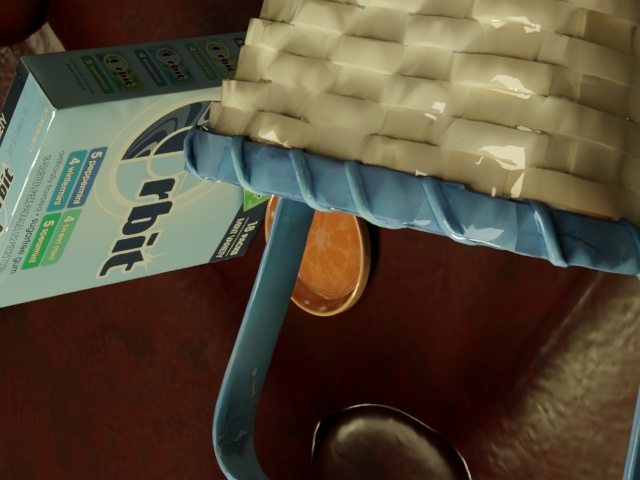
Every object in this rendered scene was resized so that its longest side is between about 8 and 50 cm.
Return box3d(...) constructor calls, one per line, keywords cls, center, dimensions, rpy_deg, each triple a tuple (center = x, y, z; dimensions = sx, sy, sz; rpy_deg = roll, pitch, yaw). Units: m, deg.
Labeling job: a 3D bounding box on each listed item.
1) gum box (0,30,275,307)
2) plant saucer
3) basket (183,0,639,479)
box3d(cls="gum box", center=(-0.095, -0.039, 0.982), dimensions=(0.041, 0.184, 0.157), rpy_deg=(54, 135, 26))
box3d(cls="plant saucer", center=(0.000, 0.000, 1.015), dimensions=(0.083, 0.013, 0.083), rpy_deg=(16, 111, 47))
box3d(cls="basket", center=(0.066, -0.001, 0.771), dimensions=(0.255, 0.201, 0.289), rpy_deg=(20, 93, 48))
